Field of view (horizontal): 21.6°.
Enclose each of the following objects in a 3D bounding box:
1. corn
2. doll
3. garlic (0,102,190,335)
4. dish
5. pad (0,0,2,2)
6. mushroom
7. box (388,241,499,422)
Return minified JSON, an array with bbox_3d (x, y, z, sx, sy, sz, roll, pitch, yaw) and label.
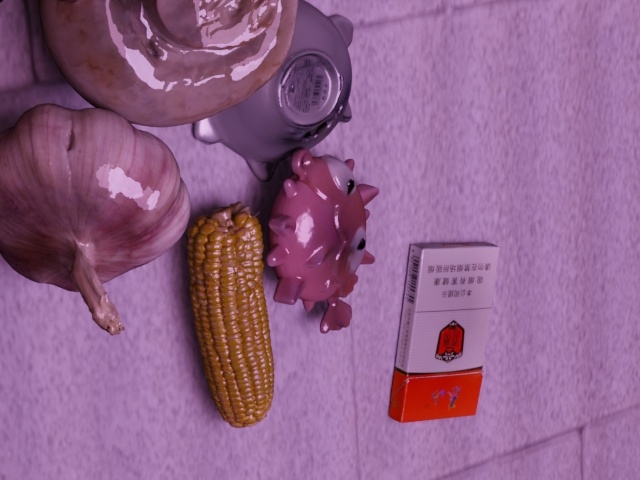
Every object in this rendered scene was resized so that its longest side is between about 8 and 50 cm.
[{"bbox_3d":[-0.107,0.096,2.052,0.101,0.101,0.292,-20,118,-29],"label":"corn"},{"bbox_3d":[0.000,0.000,2.086,0.211,0.093,0.262,-37,127,-45],"label":"doll"},{"bbox_3d":[-0.251,-0.007,1.803,0.245,0.253,0.245,-8,148,-5],"label":"garlic"},{"bbox_3d":[-0.026,-0.181,2.025,0.228,0.086,0.236,38,82,-36],"label":"dish"},{"bbox_3d":[-0.391,-0.283,1.794,0.193,0.004,0.116,-46,124,-15],"label":"pad"},{"bbox_3d":[-0.142,-0.254,1.795,0.297,0.290,0.297,-10,109,-29],"label":"mushroom"},{"bbox_3d":[0.168,0.124,2.282,0.139,0.035,0.245,0,103,-35],"label":"box"}]
